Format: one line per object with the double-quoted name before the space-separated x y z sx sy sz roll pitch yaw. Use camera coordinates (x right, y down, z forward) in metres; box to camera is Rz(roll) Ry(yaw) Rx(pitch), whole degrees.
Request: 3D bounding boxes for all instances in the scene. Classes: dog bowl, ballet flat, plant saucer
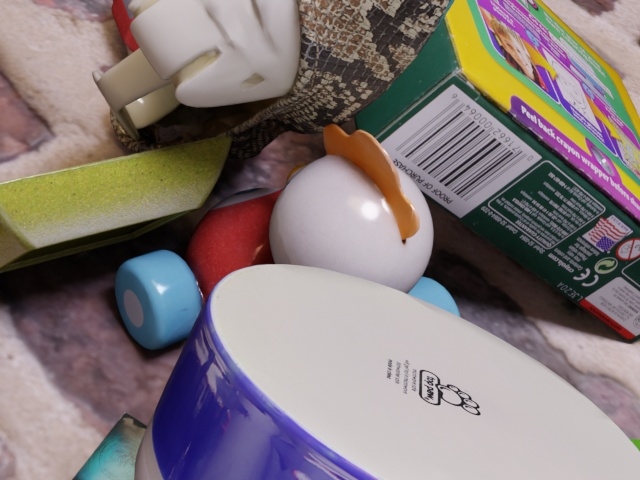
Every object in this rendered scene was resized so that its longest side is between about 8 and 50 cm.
"dog bowl" 0.042 0.120 0.547 0.264 0.104 0.265 22 17 -7
"ballet flat" -0.065 -0.136 0.730 0.182 0.483 0.164 -20 89 -22
"plant saucer" -0.177 -0.019 0.757 0.188 0.188 0.045 -16 88 -33

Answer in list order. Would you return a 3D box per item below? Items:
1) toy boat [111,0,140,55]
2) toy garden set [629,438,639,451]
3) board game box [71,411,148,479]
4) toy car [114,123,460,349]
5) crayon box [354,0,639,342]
"toy boat" -0.083 -0.244 1.006 0.231 0.151 0.151 -7 50 -26
"toy garden set" 0.142 0.214 0.638 0.244 0.049 0.204 -3 36 31
"board game box" -0.083 0.206 0.637 0.186 0.026 0.126 29 55 9
"toy car" 0.000 0.000 0.734 0.219 0.238 0.210 -19 56 -35
"crayon box" 0.171 -0.121 0.907 0.363 0.106 0.313 32 33 -34
